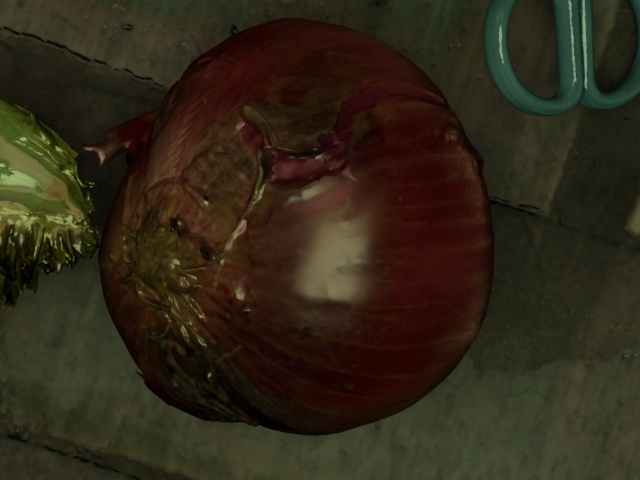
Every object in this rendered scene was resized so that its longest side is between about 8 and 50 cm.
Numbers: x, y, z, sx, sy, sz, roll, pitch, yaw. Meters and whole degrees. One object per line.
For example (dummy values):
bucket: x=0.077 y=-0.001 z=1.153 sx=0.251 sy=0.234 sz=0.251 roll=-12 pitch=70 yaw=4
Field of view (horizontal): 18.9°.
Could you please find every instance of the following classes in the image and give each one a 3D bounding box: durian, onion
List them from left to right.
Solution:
durian: x=-0.347 y=-0.041 z=1.614 sx=0.394 sy=0.163 sz=0.198 roll=14 pitch=69 yaw=25
onion: x=-0.028 y=-0.008 z=1.555 sx=0.354 sy=0.353 sz=0.353 roll=0 pitch=98 yaw=1

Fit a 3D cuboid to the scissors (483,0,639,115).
scissors: x=0.202 y=-0.328 z=1.593 sx=0.193 sy=0.029 sz=0.447 roll=-9 pitch=98 yaw=-36
